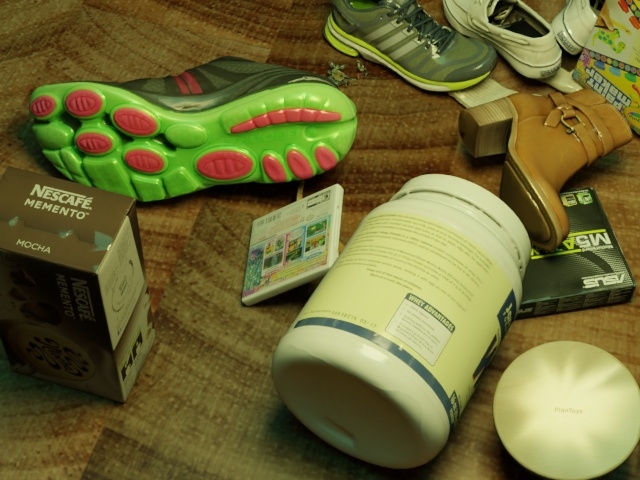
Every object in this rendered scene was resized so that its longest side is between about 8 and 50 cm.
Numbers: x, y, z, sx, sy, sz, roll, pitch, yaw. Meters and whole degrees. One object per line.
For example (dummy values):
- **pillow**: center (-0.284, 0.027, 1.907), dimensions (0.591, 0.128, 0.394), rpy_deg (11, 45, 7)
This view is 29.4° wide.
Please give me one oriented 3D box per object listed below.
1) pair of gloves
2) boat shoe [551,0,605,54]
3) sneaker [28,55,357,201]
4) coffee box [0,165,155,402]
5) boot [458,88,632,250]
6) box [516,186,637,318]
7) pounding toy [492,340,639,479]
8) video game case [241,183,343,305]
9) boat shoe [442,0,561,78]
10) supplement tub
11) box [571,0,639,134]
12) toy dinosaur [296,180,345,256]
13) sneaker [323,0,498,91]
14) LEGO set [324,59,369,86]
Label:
- **pair of gloves**: center (0.346, -0.235, 1.913), dimensions (0.240, 0.042, 0.204), rpy_deg (-31, 60, -21)
- **boat shoe**: center (0.447, -0.383, 1.963), dimensions (0.095, 0.084, 0.258), rpy_deg (44, 39, -14)
- **sneaker**: center (-0.186, -0.170, 1.793), dimensions (0.483, 0.185, 0.202), rpy_deg (2, 24, 3)
- **coffee box**: center (-0.311, 0.061, 1.507), dimensions (0.168, 0.297, 0.119), rpy_deg (15, 54, 9)
- **boot**: center (0.350, -0.113, 1.748), dimensions (0.220, 0.109, 0.283), rpy_deg (-12, 43, -16)
- **box**: center (0.324, 0.016, 1.722), dimensions (0.191, 0.045, 0.184), rpy_deg (-8, 51, -7)
- **pounding toy**: center (0.331, 0.241, 1.517), dimensions (0.237, 0.110, 0.183), rpy_deg (29, 70, 22)
- **video game case**: center (-0.038, 0.006, 1.675), dimensions (0.157, 0.019, 0.143), rpy_deg (-22, 45, 32)
- **boat shoe**: center (0.284, -0.356, 1.941), dimensions (0.096, 0.088, 0.267), rpy_deg (-26, 47, -11)
- **supplement tub**: center (0.111, 0.096, 1.536), dimensions (0.235, 0.235, 0.325), rpy_deg (25, 56, 16)
- **box**: center (0.573, -0.348, 1.839), dimensions (0.290, 0.279, 0.177), rpy_deg (-32, 66, -28)
- **toy dinosaur**: center (0.000, 0.000, 1.724), dimensions (0.211, 0.064, 0.112), rpy_deg (46, 44, 18)
- **sneaker**: center (0.138, -0.329, 1.918), dimensions (0.300, 0.121, 0.111), rpy_deg (21, 55, 18)
- **LEGO set**: center (0.036, -0.261, 1.938), dimensions (0.083, 0.023, 0.054), rpy_deg (-3, 54, -21)
